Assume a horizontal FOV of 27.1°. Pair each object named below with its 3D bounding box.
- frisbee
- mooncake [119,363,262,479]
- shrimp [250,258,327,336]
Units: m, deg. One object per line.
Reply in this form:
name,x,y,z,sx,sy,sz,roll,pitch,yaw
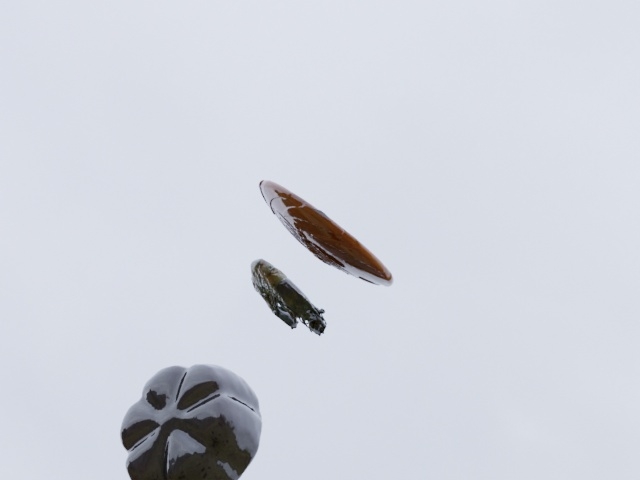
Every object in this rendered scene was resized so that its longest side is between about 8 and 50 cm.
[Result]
frisbee,0.000,0.000,1.519,0.192,0.035,0.192,37,-6,4
mooncake,-0.212,0.313,2.173,0.245,0.245,0.133,-16,-36,27
shrimp,-0.044,0.089,1.903,0.161,0.034,0.091,41,-30,29
